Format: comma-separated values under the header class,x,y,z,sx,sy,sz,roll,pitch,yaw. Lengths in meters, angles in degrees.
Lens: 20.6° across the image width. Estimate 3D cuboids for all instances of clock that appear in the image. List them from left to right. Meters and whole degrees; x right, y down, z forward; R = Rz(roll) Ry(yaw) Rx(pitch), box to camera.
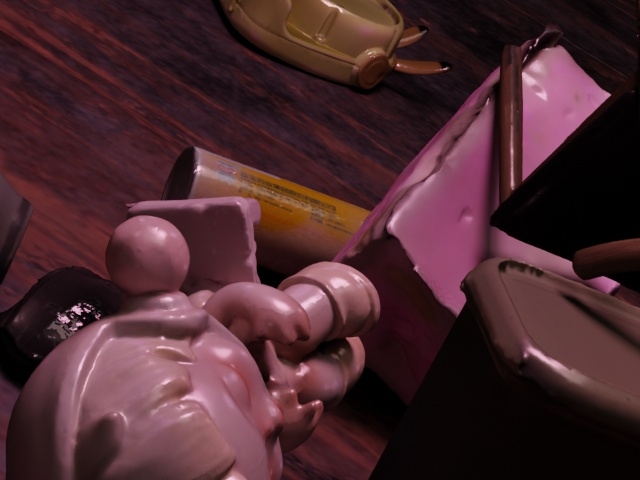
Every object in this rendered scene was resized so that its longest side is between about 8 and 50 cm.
class,x,y,z,sx,sy,sz,roll,pitch,yaw
clock,0.013,-0.212,1.689,0.232,0.069,0.170,19,24,-28

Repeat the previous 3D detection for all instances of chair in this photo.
class,x,y,z,sx,sy,sz,roll,pitch,yaw
chair,0.211,-0.032,1.033,0.188,0.166,0.272,23,47,-20

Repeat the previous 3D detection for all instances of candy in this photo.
class,x,y,z,sx,sy,sz,roll,pitch,yaw
candy,0.122,-0.005,1.146,0.155,0.116,0.265,44,47,-4

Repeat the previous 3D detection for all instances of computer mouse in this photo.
class,x,y,z,sx,sy,sz,roll,pitch,yaw
computer mouse,-0.122,0.044,0.965,0.079,0.047,0.135,39,20,18

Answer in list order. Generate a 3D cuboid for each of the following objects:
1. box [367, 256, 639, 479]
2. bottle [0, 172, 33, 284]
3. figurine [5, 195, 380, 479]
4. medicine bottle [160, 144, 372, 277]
class,x,y,z,sx,sy,sz,roll,pitch,yaw
box,0.162,0.141,0.936,0.274,0.178,0.138,23,22,-19
bottle,-0.278,-0.045,0.919,0.254,0.079,0.096,24,-3,-13
figurine,-0.071,0.075,0.818,0.144,0.182,0.256,17,21,9
medicine bottle,0.000,0.000,1.195,0.218,0.074,0.074,20,23,-21
